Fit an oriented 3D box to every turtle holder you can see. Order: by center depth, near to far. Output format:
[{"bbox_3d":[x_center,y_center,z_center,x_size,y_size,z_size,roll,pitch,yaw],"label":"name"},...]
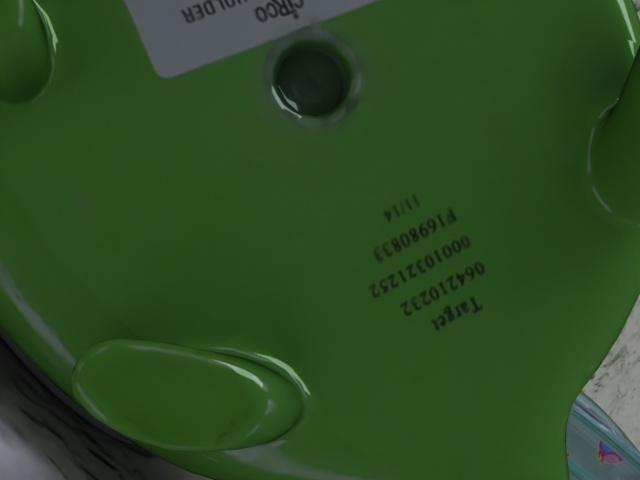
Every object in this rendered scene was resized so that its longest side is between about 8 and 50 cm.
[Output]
[{"bbox_3d":[0.006,-0.018,0.470,0.320,0.243,0.227,37,-15,-5],"label":"turtle holder"}]

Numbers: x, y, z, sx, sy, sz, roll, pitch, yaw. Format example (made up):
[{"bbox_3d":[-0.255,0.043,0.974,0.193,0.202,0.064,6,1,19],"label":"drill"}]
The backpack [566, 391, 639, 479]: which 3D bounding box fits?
[{"bbox_3d":[0.125,0.157,0.799,0.188,0.144,0.166,49,-4,-9],"label":"backpack"}]
